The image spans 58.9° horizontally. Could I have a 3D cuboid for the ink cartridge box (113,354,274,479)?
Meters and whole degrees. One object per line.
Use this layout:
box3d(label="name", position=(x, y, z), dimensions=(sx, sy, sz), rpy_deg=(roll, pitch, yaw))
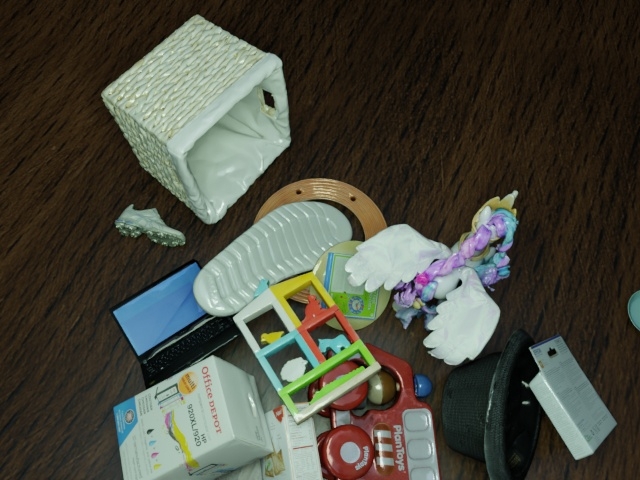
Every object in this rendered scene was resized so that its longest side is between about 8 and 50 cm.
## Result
box3d(label="ink cartridge box", position=(-0.242, 0.363, 1.096), dimensions=(0.233, 0.168, 0.171), rpy_deg=(-28, 56, 8))

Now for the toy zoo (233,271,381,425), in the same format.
box3d(label="toy zoo", position=(-0.042, 0.188, 1.126), dimensions=(0.192, 0.030, 0.293), rpy_deg=(-29, 63, -14))

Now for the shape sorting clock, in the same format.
box3d(label="shape sorting clock", position=(0.070, 0.103, 1.294), dimensions=(0.206, 0.040, 0.206), rpy_deg=(-1, 94, -18))

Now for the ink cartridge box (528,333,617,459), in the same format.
box3d(label="ink cartridge box", position=(0.517, 0.317, 1.190), dimensions=(0.223, 0.045, 0.224), rpy_deg=(1, 57, -51))

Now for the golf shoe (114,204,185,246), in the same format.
box3d(label="golf shoe", position=(-0.403, -0.042, 1.372), dimensions=(0.176, 0.069, 0.086), rpy_deg=(16, 61, 4))

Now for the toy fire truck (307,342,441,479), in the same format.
box3d(label="toy fire truck", position=(0.112, 0.365, 1.166), dimensions=(0.254, 0.169, 0.302), rpy_deg=(2, 67, -11))

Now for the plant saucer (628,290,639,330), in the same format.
box3d(label="plant saucer", position=(0.785, 0.176, 1.346), dimensions=(0.119, 0.021, 0.119), rpy_deg=(1, 67, -3))

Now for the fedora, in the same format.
box3d(label="fedora", position=(0.344, 0.334, 1.163), dimensions=(0.152, 0.334, 0.334), rpy_deg=(-1, 62, 34))

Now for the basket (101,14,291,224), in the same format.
box3d(label="basket", position=(-0.276, -0.279, 1.341), dimensions=(0.266, 0.328, 0.331), rpy_deg=(34, 70, 16))

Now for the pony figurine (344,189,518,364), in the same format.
box3d(label="pony figurine", position=(0.255, 0.073, 1.184), dimensions=(0.351, 0.363, 0.303), rpy_deg=(-42, 75, -17))

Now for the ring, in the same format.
box3d(label="ring", position=(0.000, 0.000, 1.387), dimensions=(0.337, 0.032, 0.336), rpy_deg=(0, 66, -1))

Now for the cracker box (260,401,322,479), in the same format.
box3d(label="cracker box", position=(-0.061, 0.451, 1.117), dimensions=(0.067, 0.156, 0.232), rpy_deg=(3, 64, -28))

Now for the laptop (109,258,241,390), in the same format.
box3d(label="laptop", position=(-0.319, 0.174, 1.241), dimensions=(0.234, 0.264, 0.136), rpy_deg=(-33, 108, -14))

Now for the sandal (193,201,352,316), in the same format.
box3d(label="sandal", position=(-0.113, 0.033, 1.292), dimensions=(0.416, 0.102, 0.169), rpy_deg=(-28, 80, -29))
